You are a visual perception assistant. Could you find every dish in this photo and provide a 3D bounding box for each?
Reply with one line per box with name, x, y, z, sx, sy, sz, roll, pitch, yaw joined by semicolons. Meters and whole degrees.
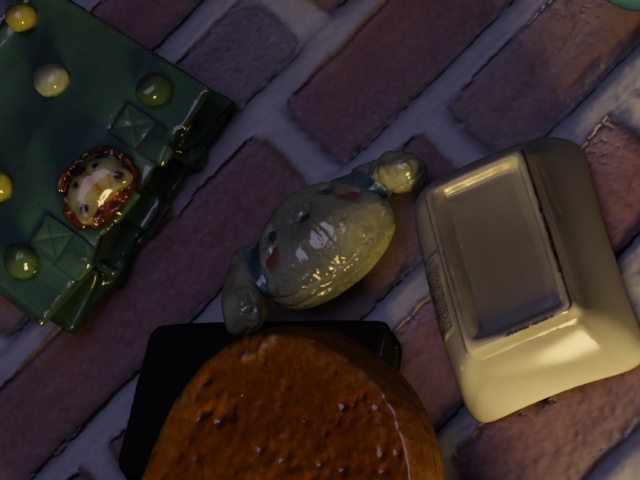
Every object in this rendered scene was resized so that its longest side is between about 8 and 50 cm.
dish;0.149;0.018;1.393;0.151;0.077;0.212;-22;59;17

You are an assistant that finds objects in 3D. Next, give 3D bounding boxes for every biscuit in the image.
biscuit;-0.023;0.253;1.345;0.314;0.063;0.367;23;96;37

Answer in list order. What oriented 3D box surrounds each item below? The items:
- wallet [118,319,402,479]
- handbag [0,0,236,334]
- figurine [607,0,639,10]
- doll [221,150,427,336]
wallet;-0.045;0.134;1.466;0.250;0.044;0.149;-3;63;28
handbag;-0.252;-0.087;1.642;0.274;0.100;0.269;34;85;36
figurine;0.326;-0.386;1.383;0.298;0.243;0.416;38;128;40
doll;0.000;0.000;1.484;0.214;0.071;0.103;-41;34;1
